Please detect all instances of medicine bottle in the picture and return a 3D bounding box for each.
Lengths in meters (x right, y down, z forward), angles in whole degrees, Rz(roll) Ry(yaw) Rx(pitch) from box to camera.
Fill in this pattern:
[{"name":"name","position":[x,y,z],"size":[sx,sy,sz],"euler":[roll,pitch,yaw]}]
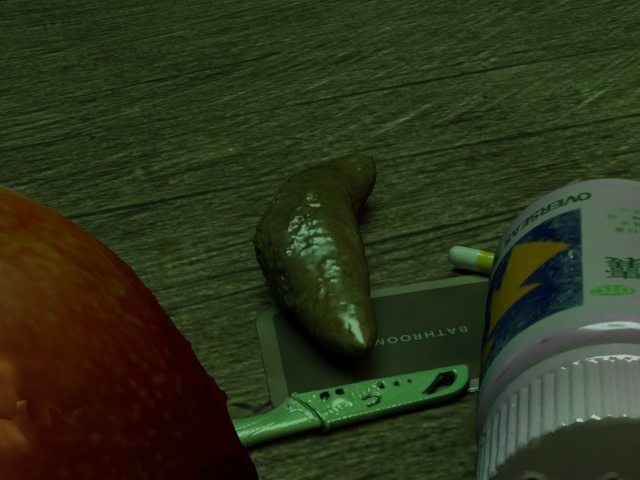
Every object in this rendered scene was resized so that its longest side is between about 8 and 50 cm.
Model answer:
[{"name":"medicine bottle","position":[0.191,0.095,0.777],"size":[0.178,0.178,0.291],"euler":[1,28,12]}]

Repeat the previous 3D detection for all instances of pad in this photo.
[{"name":"pad","position":[0.082,0.082,1.008],"size":[0.266,0.002,0.176],"euler":[-9,28,-5]}]

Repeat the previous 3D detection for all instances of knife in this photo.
[{"name":"knife","position":[-0.022,0.134,0.909],"size":[0.293,0.020,0.043],"euler":[-11,37,-10]}]

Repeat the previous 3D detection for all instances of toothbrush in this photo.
[{"name":"toothbrush","position":[0.241,0.040,1.030],"size":[0.288,0.021,0.024],"euler":[12,22,28]}]

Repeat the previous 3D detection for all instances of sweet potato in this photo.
[{"name":"sweet potato","position":[-0.003,-0.002,1.081],"size":[0.114,0.092,0.341],"euler":[11,27,-4]}]

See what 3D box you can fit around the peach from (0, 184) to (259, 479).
[{"name":"peach","position":[-0.217,0.144,0.576],"size":[0.388,0.388,0.388],"euler":[-4,28,2]}]
